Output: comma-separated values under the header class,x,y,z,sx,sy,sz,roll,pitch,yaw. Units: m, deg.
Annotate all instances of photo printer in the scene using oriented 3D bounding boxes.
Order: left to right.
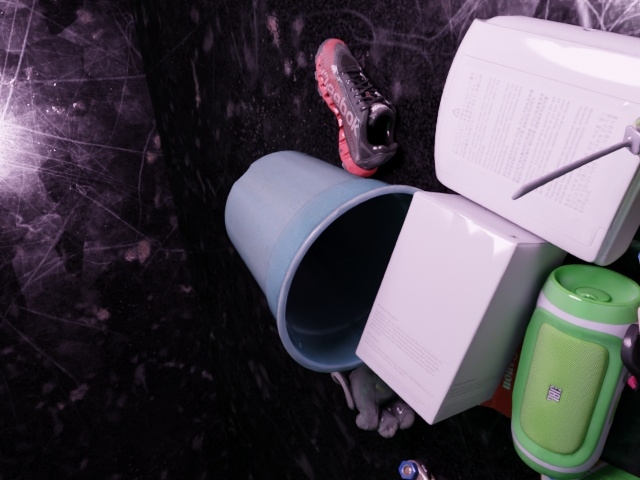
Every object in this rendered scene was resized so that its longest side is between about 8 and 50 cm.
class,x,y,z,sx,sy,sz,roll,pitch,yaw
photo printer,0.288,-0.147,0.627,0.307,0.107,0.256,39,134,42

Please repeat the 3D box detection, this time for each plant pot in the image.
class,x,y,z,sx,sy,sz,roll,pitch,yaw
plant pot,0.000,0.000,0.882,0.334,0.341,0.341,41,136,47

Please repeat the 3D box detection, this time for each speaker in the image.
class,x,y,z,sx,sy,sz,roll,pitch,yaw
speaker,0.352,0.188,0.667,0.131,0.131,0.296,30,128,48

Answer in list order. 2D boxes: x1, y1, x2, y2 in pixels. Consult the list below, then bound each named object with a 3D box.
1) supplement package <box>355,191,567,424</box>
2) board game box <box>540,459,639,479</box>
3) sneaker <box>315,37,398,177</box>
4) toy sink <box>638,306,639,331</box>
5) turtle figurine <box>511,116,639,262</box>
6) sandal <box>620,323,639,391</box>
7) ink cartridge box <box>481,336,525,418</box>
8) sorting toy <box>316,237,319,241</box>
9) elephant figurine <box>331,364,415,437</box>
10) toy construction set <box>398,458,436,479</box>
class,x,y,z,sx,sy,sz,roll,pitch,yaw
supplement package,0.211,0.094,0.732,0.177,0.175,0.293,38,119,43
board game box,0.458,0.501,0.705,0.242,0.064,0.316,13,115,54
sneaker,0.075,-0.264,0.907,0.135,0.098,0.276,-13,95,58
toy sink,0.467,0.133,0.460,0.234,0.131,0.152,2,106,56
turtle figurine,0.380,-0.056,0.401,0.266,0.275,0.198,-60,36,25
sandal,0.398,0.155,0.580,0.179,0.067,0.040,41,160,-27
ink cartridge box,0.274,0.210,0.844,0.225,0.056,0.181,24,116,53
sorting toy,-0.046,-0.033,1.203,0.255,0.089,0.257,58,145,22
elephant figurine,0.106,0.340,1.101,0.239,0.169,0.186,-173,99,-72
toy construction set,0.244,0.649,0.990,0.237,0.257,0.309,17,140,39
